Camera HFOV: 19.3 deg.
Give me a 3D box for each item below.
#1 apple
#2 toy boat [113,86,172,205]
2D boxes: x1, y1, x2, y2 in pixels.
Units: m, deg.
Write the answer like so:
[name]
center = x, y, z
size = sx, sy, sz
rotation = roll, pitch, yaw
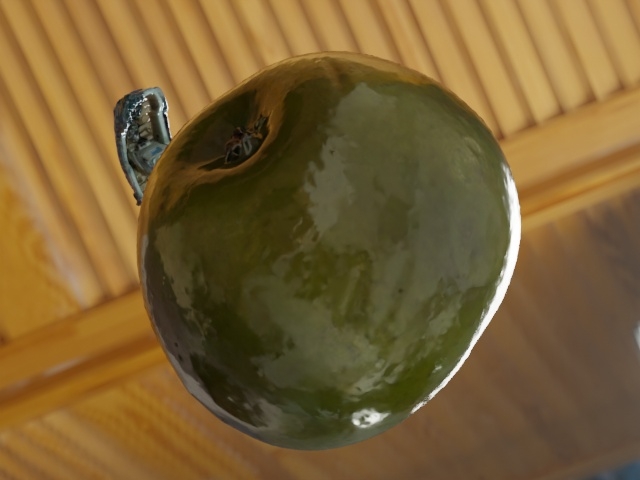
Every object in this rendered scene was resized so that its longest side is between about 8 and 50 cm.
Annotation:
[apple]
center = 0.000, 0.000, 0.915
size = 0.157, 0.196, 0.196
rotation = 48, 22, -31
[toy boat]
center = -0.093, -0.047, 1.047
size = 0.038, 0.038, 0.083
rotation = -86, 167, -60
